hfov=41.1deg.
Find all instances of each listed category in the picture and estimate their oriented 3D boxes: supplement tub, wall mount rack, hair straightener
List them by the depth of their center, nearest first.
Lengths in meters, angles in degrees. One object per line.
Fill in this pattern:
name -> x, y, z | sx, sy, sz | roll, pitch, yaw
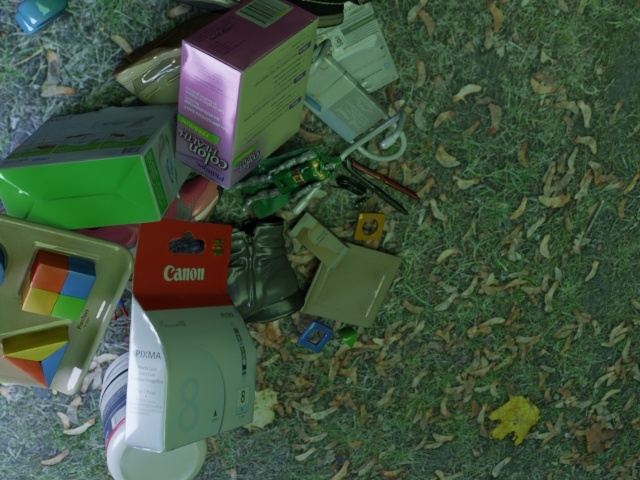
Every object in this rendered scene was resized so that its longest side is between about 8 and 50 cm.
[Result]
wall mount rack -> -0.016, -0.216, 1.630 | 0.350, 0.130, 0.304 | 40, 134, -19
supplement tub -> -0.341, 0.357, 1.715 | 0.191, 0.272, 0.191 | -7, 116, -15
hair straightener -> 0.096, -0.106, 1.776 | 0.231, 0.047, 0.089 | 26, 104, -27

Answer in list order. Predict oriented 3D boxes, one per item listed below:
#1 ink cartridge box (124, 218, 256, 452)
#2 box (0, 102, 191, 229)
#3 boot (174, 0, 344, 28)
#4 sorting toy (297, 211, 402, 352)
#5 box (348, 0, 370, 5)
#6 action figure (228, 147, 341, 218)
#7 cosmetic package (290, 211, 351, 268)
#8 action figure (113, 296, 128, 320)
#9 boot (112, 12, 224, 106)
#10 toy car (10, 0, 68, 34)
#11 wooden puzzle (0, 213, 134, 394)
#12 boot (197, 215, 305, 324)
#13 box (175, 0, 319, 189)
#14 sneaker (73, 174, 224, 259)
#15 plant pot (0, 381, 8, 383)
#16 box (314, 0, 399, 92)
ink cartridge box -> -0.215, 0.159, 1.528 | 0.308, 0.091, 0.384 | 5, 89, -65
box -> -0.375, -0.129, 1.450 | 0.262, 0.231, 0.126 | -5, 118, 11
boot -> -0.114, -0.527, 1.452 | 0.378, 0.138, 0.284 | 10, 111, -12
sorting toy -> 0.064, 0.089, 1.861 | 0.196, 0.047, 0.347 | 14, 109, -28
box -> 0.104, -0.542, 1.502 | 0.203, 0.168, 0.167 | -27, 119, -5
action figure -> -0.061, -0.118, 1.617 | 0.232, 0.063, 0.137 | -18, 123, 28
cosmetic package -> 0.000, 0.000, 1.759 | 0.115, 0.041, 0.060 | 40, 98, 14
action figure -> -0.417, 0.107, 1.714 | 0.038, 0.030, 0.115 | -16, 117, -5
boot -> -0.213, -0.275, 1.514 | 0.262, 0.095, 0.203 | -18, 127, 29
toy car -> -0.428, -0.485, 1.343 | 0.238, 0.210, 0.219 | -39, 109, -13
wooden puzzle -> -0.520, 0.113, 1.392 | 0.348, 0.080, 0.322 | 18, 115, -24
boot -> -0.212, 0.086, 1.742 | 0.338, 0.118, 0.222 | -24, 113, -15
box -> -0.123, -0.248, 1.402 | 0.213, 0.117, 0.242 | -46, 159, -40
sneaker -> -0.327, -0.053, 1.618 | 0.314, 0.116, 0.136 | -34, 119, -1
plant pot -> -0.591, 0.109, 1.551 | 0.227, 0.207, 0.228 | 5, 113, -20
box -> 0.053, -0.365, 1.644 | 0.145, 0.038, 0.186 | -29, 119, -3
